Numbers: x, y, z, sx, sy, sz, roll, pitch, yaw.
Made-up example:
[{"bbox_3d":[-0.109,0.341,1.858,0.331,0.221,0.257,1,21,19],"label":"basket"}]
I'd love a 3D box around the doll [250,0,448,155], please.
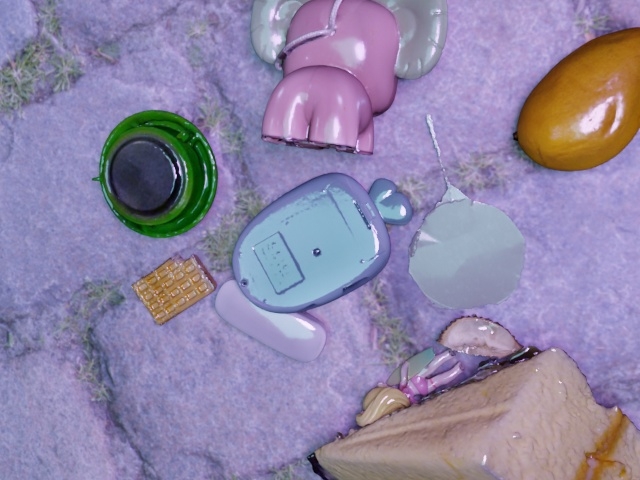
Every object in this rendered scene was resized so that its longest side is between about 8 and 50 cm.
[{"bbox_3d":[0.026,-0.257,0.934,0.284,0.216,0.268,8,95,14],"label":"doll"}]

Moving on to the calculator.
[{"bbox_3d":[0.000,0.000,1.053,0.299,0.041,0.185,-28,83,9],"label":"calculator"}]

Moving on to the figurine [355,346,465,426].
[{"bbox_3d":[0.137,0.234,1.065,0.187,0.083,0.083,-32,91,9],"label":"figurine"}]

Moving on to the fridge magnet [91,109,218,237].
[{"bbox_3d":[-0.266,-0.105,1.093,0.208,0.088,0.208,2,100,13],"label":"fridge magnet"}]

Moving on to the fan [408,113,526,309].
[{"bbox_3d":[0.204,-0.043,1.029,0.182,0.010,0.310,-13,99,15],"label":"fan"}]

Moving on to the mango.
[{"bbox_3d":[0.373,-0.188,0.916,0.227,0.109,0.147,-43,64,17],"label":"mango"}]

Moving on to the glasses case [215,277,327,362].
[{"bbox_3d":[-0.081,0.129,1.108,0.197,0.049,0.076,27,103,8],"label":"glasses case"}]

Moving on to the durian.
[{"bbox_3d":[0.240,0.145,1.027,0.130,0.066,0.052,4,102,3],"label":"durian"}]

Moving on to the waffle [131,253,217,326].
[{"bbox_3d":[-0.249,0.078,1.155,0.135,0.021,0.092,-35,90,17],"label":"waffle"}]

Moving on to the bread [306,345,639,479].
[{"bbox_3d":[0.259,0.347,1.037,0.405,0.242,0.346,-18,117,46],"label":"bread"}]
